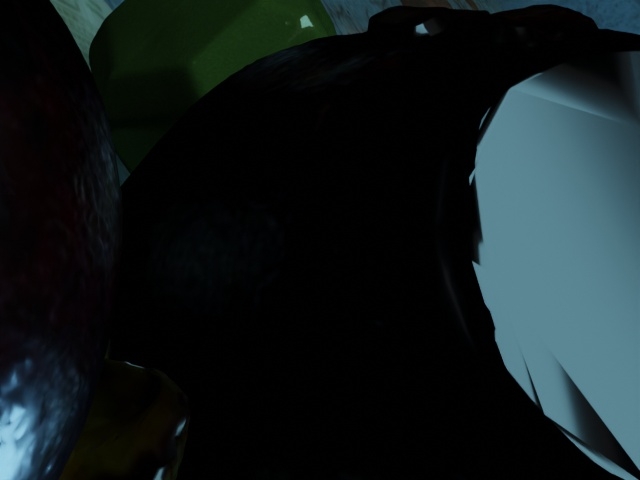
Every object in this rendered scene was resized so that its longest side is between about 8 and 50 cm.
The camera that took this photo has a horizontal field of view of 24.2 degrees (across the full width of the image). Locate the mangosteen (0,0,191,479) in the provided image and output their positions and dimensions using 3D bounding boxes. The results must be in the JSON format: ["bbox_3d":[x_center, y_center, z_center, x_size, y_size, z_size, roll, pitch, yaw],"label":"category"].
[{"bbox_3d":[-0.147,0.022,0.384,0.265,0.228,0.228,49,19,-49],"label":"mangosteen"}]

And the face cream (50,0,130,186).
[{"bbox_3d":[-0.105,0.019,0.690,0.173,0.081,0.348,33,30,-55],"label":"face cream"}]

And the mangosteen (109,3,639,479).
[{"bbox_3d":[0.053,0.058,0.525,0.287,0.233,0.288,18,61,-35],"label":"mangosteen"}]

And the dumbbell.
[{"bbox_3d":[0.000,0.000,0.724,0.108,0.121,0.302,31,-22,45],"label":"dumbbell"}]
